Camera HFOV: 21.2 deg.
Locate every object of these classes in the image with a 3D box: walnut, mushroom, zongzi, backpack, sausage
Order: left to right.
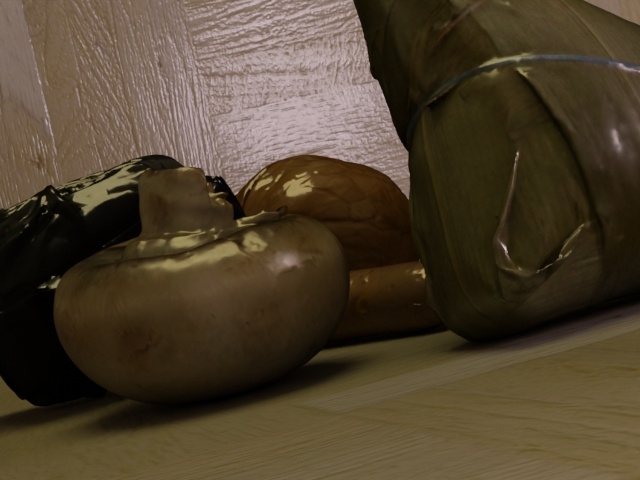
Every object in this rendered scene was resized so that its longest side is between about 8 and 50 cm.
[{"bbox_3d":[-0.181,0.029,1.456,0.258,0.206,0.133,-31,47,-13],"label":"backpack"},{"bbox_3d":[-0.090,0.030,1.287,0.226,0.178,0.226,-5,11,1],"label":"mushroom"},{"bbox_3d":[-0.009,0.062,1.473,0.301,0.065,0.066,-10,4,35],"label":"sausage"},{"bbox_3d":[0.000,0.000,1.592,0.167,0.167,0.207,-11,-13,42],"label":"walnut"},{"bbox_3d":[0.202,-0.136,1.322,0.356,0.393,0.174,-10,-23,-27],"label":"zongzi"}]
